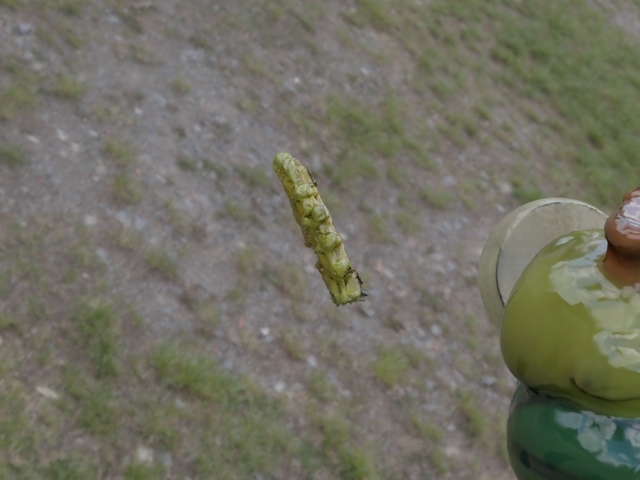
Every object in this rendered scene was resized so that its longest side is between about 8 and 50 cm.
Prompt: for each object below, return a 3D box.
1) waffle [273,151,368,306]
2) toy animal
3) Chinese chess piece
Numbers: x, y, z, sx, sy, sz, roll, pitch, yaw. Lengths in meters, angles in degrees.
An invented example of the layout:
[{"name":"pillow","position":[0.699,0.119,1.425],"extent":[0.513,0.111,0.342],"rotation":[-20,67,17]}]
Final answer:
[{"name":"waffle","position":[0.003,-0.002,1.761],"extent":[0.312,0.060,0.307],"rotation":[-118,-177,-63]},{"name":"toy animal","position":[0.263,0.103,0.978],"extent":[0.191,0.338,0.216],"rotation":[17,26,23]},{"name":"Chinese chess piece","position":[0.373,0.056,1.657],"extent":[0.249,0.250,0.103],"rotation":[38,-8,-4]}]
